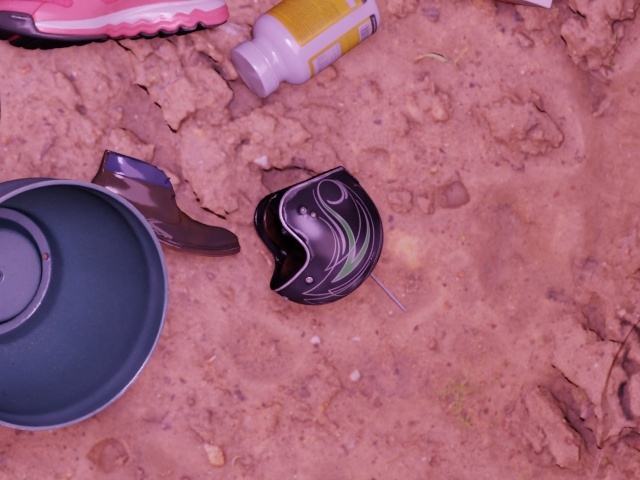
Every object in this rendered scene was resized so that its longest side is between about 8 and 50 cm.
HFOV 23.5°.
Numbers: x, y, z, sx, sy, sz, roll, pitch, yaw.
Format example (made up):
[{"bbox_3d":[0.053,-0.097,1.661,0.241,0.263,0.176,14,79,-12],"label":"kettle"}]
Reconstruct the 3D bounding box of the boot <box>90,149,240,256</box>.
[{"bbox_3d":[-0.193,-0.044,1.950,0.219,0.082,0.106,11,99,-25],"label":"boot"}]

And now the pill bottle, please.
[{"bbox_3d":[-0.021,-0.264,1.975,0.184,0.103,0.103,-37,114,-15],"label":"pill bottle"}]

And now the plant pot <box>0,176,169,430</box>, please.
[{"bbox_3d":[-0.355,0.057,1.818,0.293,0.196,0.293,-10,107,-34],"label":"plant pot"}]

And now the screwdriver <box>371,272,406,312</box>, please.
[{"bbox_3d":[0.073,0.048,2.131,0.024,0.025,0.170,-48,116,-9],"label":"screwdriver"}]

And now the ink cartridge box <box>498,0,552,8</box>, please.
[{"bbox_3d":[0.206,-0.369,2.056,0.198,0.115,0.067,13,95,-27],"label":"ink cartridge box"}]

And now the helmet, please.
[{"bbox_3d":[0.000,0.000,2.009,0.169,0.169,0.161,-24,94,-20],"label":"helmet"}]

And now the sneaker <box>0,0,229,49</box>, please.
[{"bbox_3d":[-0.265,-0.307,1.860,0.314,0.116,0.136,-10,95,-31],"label":"sneaker"}]
